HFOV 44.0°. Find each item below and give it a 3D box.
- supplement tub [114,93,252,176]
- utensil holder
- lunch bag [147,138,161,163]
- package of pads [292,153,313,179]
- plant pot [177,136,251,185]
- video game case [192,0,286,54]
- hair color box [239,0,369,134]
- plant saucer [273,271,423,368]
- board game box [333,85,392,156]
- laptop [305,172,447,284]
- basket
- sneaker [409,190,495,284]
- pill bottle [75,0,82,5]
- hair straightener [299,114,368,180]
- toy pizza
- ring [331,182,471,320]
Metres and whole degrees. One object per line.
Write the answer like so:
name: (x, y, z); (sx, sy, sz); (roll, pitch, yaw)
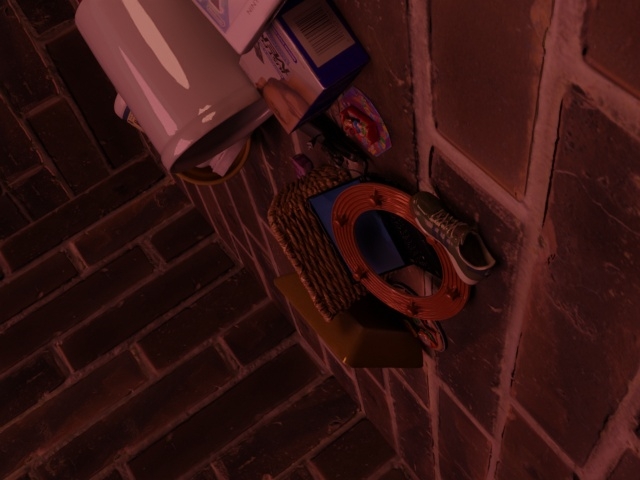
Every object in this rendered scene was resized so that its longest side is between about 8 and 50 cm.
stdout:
supplement tub: (-0.330, -0.334, 2.020); (0.325, 0.235, 0.235); (33, 169, -9)
utensil holder: (-0.303, -0.396, 1.749); (0.385, 0.328, 0.327); (57, 167, 0)
lunch bag: (-0.475, -0.404, 2.614); (0.305, 0.213, 0.256); (-177, 70, -73)
package of pads: (-0.040, -0.175, 1.987); (0.050, 0.032, 0.083); (45, 163, 34)
plant pot: (-0.322, -0.298, 2.274); (0.254, 0.254, 0.239); (58, -177, -12)
video game case: (-0.157, -0.503, 1.226); (0.329, 0.036, 0.300); (49, 137, 0)
hair color box: (-0.042, -0.331, 1.463); (0.185, 0.110, 0.339); (55, 168, -2)
plant saucer: (0.091, 0.185, 2.018); (0.333, 0.081, 0.333); (10, -151, -49)
board game box: (0.072, -0.215, 1.499); (0.133, 0.033, 0.169); (56, 167, -3)
laptop: (0.111, -0.006, 1.634); (0.234, 0.136, 0.264); (59, 172, -18)
basket: (0.000, 0.000, 1.858); (0.299, 0.223, 0.213); (59, 166, -20)
sneaker: (0.234, -0.014, 1.366); (0.192, 0.064, 0.086); (54, 159, 3)
pill bottle: (-0.581, -0.722, 2.147); (0.392, 0.224, 0.224); (53, 167, 9)
hair straightener: (0.014, -0.191, 1.631); (0.230, 0.089, 0.047); (49, 149, 30)
toy pizza: (0.230, 0.192, 1.925); (0.201, 0.032, 0.201); (51, 166, 18)
ring: (0.149, 0.032, 1.588); (0.336, 0.032, 0.336); (31, 145, 25)
